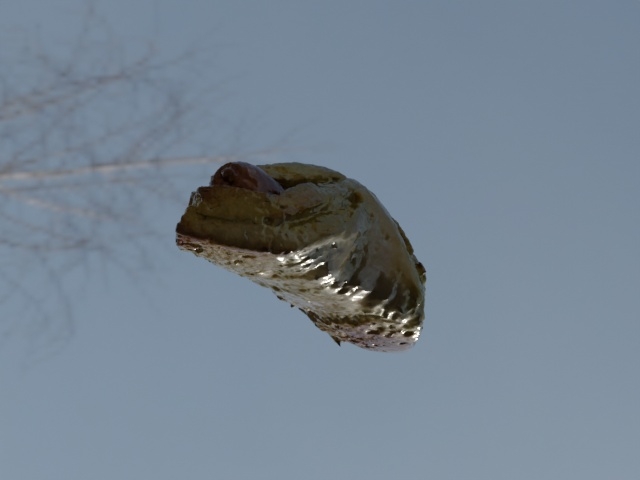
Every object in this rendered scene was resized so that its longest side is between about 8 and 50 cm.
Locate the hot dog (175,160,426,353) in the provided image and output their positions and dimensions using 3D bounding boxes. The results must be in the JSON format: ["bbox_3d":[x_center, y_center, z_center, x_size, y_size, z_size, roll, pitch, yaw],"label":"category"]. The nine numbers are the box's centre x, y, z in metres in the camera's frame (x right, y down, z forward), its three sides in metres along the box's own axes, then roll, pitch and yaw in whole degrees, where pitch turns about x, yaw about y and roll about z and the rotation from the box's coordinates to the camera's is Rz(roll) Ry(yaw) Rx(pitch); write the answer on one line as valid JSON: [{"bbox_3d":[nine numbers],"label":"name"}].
[{"bbox_3d":[-0.001,-0.001,0.836,0.078,0.169,0.061,-1,-111,34],"label":"hot dog"}]
